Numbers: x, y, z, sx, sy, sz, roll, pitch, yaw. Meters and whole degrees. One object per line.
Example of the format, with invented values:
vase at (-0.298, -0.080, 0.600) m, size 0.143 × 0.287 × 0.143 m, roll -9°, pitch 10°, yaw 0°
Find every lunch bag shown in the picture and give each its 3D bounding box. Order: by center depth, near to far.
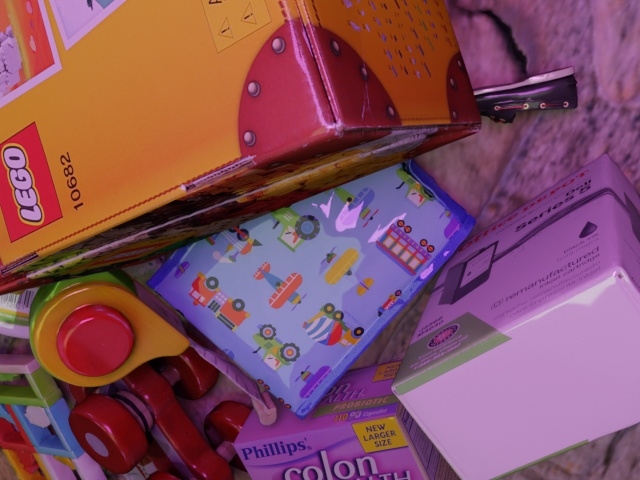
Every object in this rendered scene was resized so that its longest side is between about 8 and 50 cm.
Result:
lunch bag at (0.000, 0.000, 0.765) m, size 0.221 × 0.138 × 0.293 m, roll 41°, pitch 111°, yaw -1°

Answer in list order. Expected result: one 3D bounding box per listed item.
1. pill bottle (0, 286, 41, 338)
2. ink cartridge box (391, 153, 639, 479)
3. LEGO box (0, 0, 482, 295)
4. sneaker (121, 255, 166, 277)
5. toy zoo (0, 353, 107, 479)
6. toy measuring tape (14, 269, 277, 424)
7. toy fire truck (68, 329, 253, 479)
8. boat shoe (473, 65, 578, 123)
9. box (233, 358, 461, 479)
pill bottle at (-0.292, -0.033, 0.767) m, size 0.136 × 0.136 × 0.246 m, roll 19°, pitch 103°, yaw 9°
ink cartridge box at (0.197, 0.056, 0.631) m, size 0.198 × 0.273 × 0.115 m, roll -35°, pitch 98°, yaw 29°
LEGO box at (-0.153, -0.249, 0.528) m, size 0.372 × 0.193 × 0.500 m, roll -18°, pitch 88°, yaw 36°
sneaker at (-0.236, 0.023, 0.879) m, size 0.094 × 0.080 × 0.212 m, roll 25°, pitch 119°, yaw -8°
toy zoo at (-0.413, 0.298, 1.066) m, size 0.192 × 0.030 × 0.293 m, roll -5°, pitch 113°, yaw 35°
toy measuring tape at (-0.186, 0.121, 0.732) m, size 0.121 × 0.121 × 0.330 m, roll -27°, pitch 124°, yaw 27°
toy fire truck at (-0.228, 0.260, 0.948) m, size 0.254 × 0.169 × 0.302 m, roll -24°, pitch 105°, yaw 46°
boat shoe at (0.173, -0.129, 0.678) m, size 0.133 × 0.049 × 0.042 m, roll -9°, pitch 104°, yaw 17°
box at (0.052, 0.291, 0.881) m, size 0.213 × 0.117 × 0.243 m, roll -17°, pitch 108°, yaw 25°
